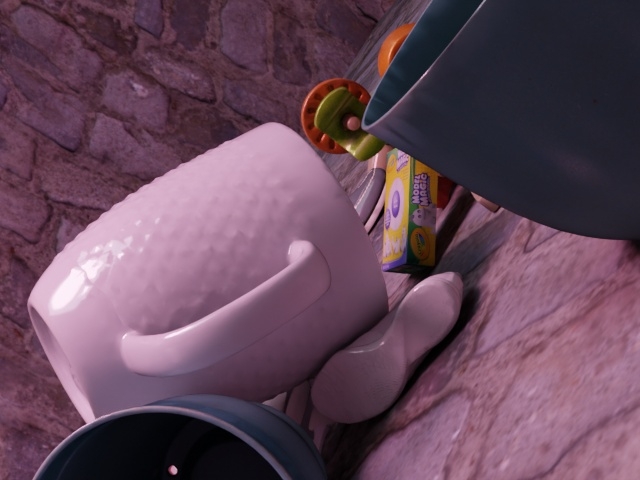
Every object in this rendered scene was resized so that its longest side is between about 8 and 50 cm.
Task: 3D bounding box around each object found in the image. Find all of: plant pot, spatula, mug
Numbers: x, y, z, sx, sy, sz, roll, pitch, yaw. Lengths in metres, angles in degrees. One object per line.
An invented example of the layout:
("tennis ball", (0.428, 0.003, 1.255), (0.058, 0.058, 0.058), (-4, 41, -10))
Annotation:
("plant pot", (0.211, -0.139, 1.082), (0.293, 0.235, 0.293), (-54, 9, 12))
("spatula", (-0.046, 0.253, 1.540), (0.168, 0.019, 0.242), (-21, 40, 40))
("mug", (-0.118, 0.064, 1.467), (0.328, 0.276, 0.374), (-28, 11, -18))
("plant pot", (-0.105, 0.263, 1.287), (0.271, 0.271, 0.255), (-53, -7, 11))

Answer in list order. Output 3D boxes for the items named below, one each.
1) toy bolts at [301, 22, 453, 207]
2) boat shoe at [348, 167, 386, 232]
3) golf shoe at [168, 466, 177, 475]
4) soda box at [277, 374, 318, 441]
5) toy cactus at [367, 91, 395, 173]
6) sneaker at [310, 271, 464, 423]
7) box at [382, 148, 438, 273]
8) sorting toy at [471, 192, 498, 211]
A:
("toy bolts", (0.109, -0.170, 1.868), (0.218, 0.228, 0.158), (-49, 18, 2))
("boat shoe", (0.000, 0.000, 2.262), (0.319, 0.099, 0.116), (-53, 8, 11))
("golf shoe", (-0.204, 0.362, 1.947), (0.120, 0.105, 0.273), (-21, 37, 21))
("soda box", (-0.005, 0.172, 1.684), (0.216, 0.069, 0.074), (-55, 8, -7))
("toy cactus", (0.125, -0.183, 2.384), (0.219, 0.112, 0.180), (161, 125, -73))
("sneaker", (0.079, 0.112, 1.469), (0.212, 0.080, 0.094), (-44, 0, 24))
("box", (0.112, -0.053, 1.721), (0.105, 0.043, 0.179), (151, 124, -74))
("sorting toy", (0.235, -0.183, 1.665), (0.257, 0.089, 0.255), (-53, 8, 9))
